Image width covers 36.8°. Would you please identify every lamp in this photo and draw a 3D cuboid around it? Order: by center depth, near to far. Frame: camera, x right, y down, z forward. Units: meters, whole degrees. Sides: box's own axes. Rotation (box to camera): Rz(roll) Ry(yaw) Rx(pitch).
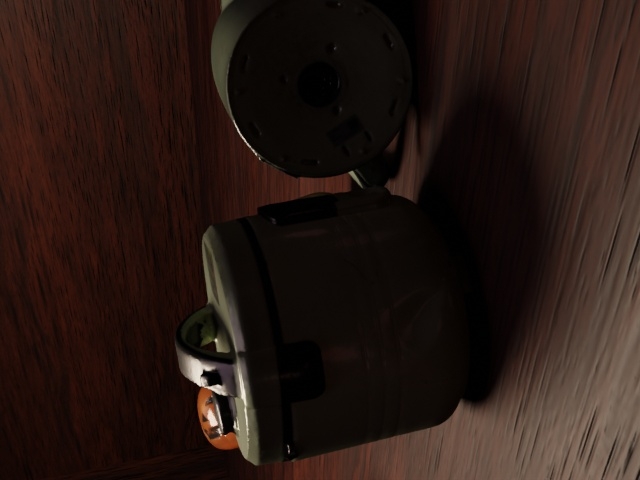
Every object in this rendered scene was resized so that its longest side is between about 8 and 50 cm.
[{"bbox_3d":[-0.136,0.297,1.775,0.187,0.188,0.163,135,120,-76],"label":"lamp"}]

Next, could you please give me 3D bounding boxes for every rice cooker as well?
[{"bbox_3d":[-0.004,0.072,0.837,0.226,0.244,0.226,167,90,-80],"label":"rice cooker"}]

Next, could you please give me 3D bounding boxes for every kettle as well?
[{"bbox_3d":[-0.012,-0.148,0.947,0.240,0.165,0.255,55,179,-22],"label":"kettle"}]

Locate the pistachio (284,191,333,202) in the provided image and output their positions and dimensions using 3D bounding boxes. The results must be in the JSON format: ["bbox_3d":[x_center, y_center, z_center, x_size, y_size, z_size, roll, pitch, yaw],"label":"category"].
[{"bbox_3d":[0.000,0.000,1.084,0.149,0.113,0.113,-129,32,-70],"label":"pistachio"}]
